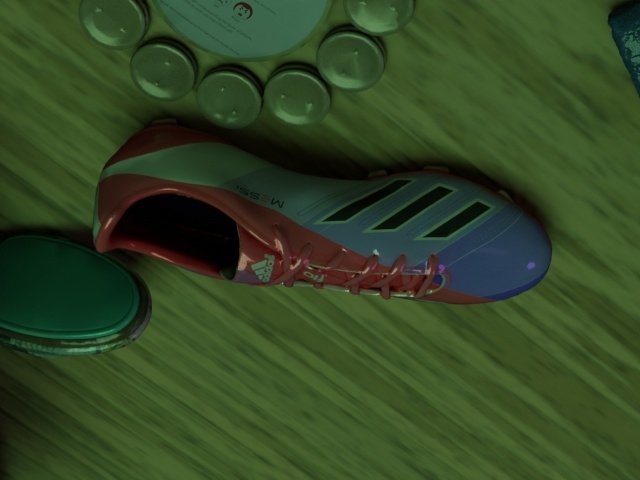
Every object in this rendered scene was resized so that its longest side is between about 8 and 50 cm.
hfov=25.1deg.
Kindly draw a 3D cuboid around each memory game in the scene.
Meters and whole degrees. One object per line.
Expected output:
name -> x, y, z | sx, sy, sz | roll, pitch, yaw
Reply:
memory game -> -0.042, -0.136, 0.731 | 0.186, 0.012, 0.186 | 6, 127, 8

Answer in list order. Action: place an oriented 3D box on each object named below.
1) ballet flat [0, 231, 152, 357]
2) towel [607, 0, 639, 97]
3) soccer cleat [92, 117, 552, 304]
ballet flat -> -0.201, 0.034, 0.864 | 0.222, 0.077, 0.079 | 9, 146, 11
towel -> 0.204, -0.102, 0.695 | 0.119, 0.029, 0.067 | -19, 120, 24
soccer cleat -> 0.000, 0.000, 0.772 | 0.248, 0.095, 0.083 | 15, 128, 1
